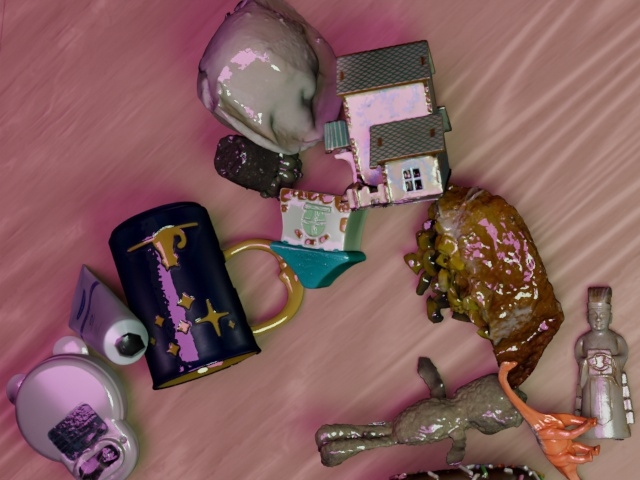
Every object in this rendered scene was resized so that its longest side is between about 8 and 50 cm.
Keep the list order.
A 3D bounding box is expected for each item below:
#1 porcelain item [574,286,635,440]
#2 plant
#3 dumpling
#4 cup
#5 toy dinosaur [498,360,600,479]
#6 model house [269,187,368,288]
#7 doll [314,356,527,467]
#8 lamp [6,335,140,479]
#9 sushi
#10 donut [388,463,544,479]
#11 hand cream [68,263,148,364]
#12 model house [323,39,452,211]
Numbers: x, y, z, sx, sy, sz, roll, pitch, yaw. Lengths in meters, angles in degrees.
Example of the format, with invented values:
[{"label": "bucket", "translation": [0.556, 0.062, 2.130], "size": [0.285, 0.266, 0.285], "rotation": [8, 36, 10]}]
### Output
[{"label": "porcelain item", "translation": [0.398, 0.172, 1.582], "size": [0.084, 0.054, 0.213], "rotation": [-2, 88, 18]}, {"label": "plant", "translation": [-0.094, -0.113, 1.710], "size": [0.092, 0.143, 0.094], "rotation": [7, 88, 41]}, {"label": "dumpling", "translation": [-0.061, -0.251, 1.664], "size": [0.227, 0.175, 0.243], "rotation": [26, 84, -17]}, {"label": "cup", "translation": [-0.181, 0.074, 1.749], "size": [0.178, 0.255, 0.256], "rotation": [-32, 74, 54]}, {"label": "toy dinosaur", "translation": [0.325, 0.260, 1.530], "size": [0.101, 0.055, 0.279], "rotation": [-13, 119, 23]}, {"label": "model house", "translation": [0.000, 0.000, 1.694], "size": [0.127, 0.100, 0.149], "rotation": [9, 94, 19]}, {"label": "doll", "translation": [0.150, 0.264, 1.586], "size": [0.202, 0.286, 0.091], "rotation": [19, 128, 55]}, {"label": "lamp", "translation": [-0.387, 0.288, 1.818], "size": [0.179, 0.108, 0.246], "rotation": [-39, 85, 11]}, {"label": "sushi", "translation": [0.229, 0.054, 1.593], "size": [0.179, 0.167, 0.296], "rotation": [-25, 92, 0]}, {"label": "donut", "translation": [0.196, 0.372, 1.551], "size": [0.269, 0.270, 0.103], "rotation": [-8, 71, 18]}, {"label": "hand cream", "translation": [-0.340, 0.121, 1.742], "size": [0.067, 0.320, 0.109], "rotation": [11, 95, -26]}, {"label": "model house", "translation": [0.092, -0.167, 1.566], "size": [0.178, 0.271, 0.206], "rotation": [-7, 102, 13]}]
